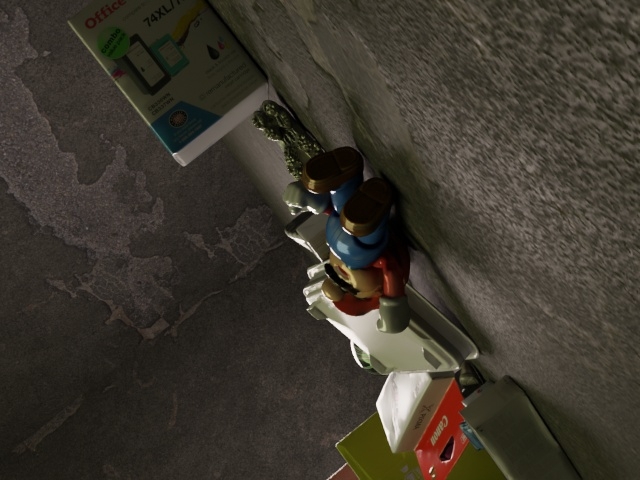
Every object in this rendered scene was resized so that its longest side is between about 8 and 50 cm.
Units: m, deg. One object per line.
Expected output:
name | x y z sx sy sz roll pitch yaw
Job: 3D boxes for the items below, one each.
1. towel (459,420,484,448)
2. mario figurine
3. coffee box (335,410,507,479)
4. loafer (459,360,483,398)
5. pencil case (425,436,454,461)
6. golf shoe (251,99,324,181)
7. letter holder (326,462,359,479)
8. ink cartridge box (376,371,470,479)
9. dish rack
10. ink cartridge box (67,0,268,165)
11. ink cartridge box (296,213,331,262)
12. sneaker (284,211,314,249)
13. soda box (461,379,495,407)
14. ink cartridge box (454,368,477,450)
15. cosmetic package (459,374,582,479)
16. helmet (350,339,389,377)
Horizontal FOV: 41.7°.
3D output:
towel | 0.298 0.315 1.414 0.067 0.119 0.029 50 -141 -11
mario figurine | 0.038 0.022 1.189 0.321 0.170 0.198 72 -165 -58
coffee box | 0.303 0.583 2.123 0.338 0.337 0.334 50 176 35
loafer | 0.291 0.270 1.624 0.125 0.045 0.039 62 -158 -57
pencil case | 0.233 0.393 1.837 0.098 0.095 0.209 56 -179 -31
golf shoe | -0.035 -0.158 1.384 0.176 0.069 0.086 55 -164 -1
letter holder | 0.087 0.761 2.160 0.152 0.214 0.302 53 176 -30
ink cartridge box | 0.204 0.351 1.692 0.275 0.060 0.239 107 155 -43
dish rack | 0.102 0.146 1.493 0.285 0.072 0.333 42 160 -7
ink cartridge box | -0.247 -0.297 1.414 0.270 0.198 0.197 51 177 -2
ink cartridge box | 0.048 0.017 1.583 0.181 0.104 0.061 53 175 -36
sneaker | 0.000 0.000 1.984 0.115 0.105 0.281 53 175 -24
soda box | 0.347 0.357 1.500 0.216 0.069 0.074 53 177 -12
ink cartridge box | 0.319 0.365 1.800 0.140 0.082 0.191 51 175 21
cosmetic package | 0.320 0.330 1.340 0.239 0.099 0.060 54 175 -29
helmet | 0.152 0.222 1.838 0.169 0.169 0.161 52 -178 -13
